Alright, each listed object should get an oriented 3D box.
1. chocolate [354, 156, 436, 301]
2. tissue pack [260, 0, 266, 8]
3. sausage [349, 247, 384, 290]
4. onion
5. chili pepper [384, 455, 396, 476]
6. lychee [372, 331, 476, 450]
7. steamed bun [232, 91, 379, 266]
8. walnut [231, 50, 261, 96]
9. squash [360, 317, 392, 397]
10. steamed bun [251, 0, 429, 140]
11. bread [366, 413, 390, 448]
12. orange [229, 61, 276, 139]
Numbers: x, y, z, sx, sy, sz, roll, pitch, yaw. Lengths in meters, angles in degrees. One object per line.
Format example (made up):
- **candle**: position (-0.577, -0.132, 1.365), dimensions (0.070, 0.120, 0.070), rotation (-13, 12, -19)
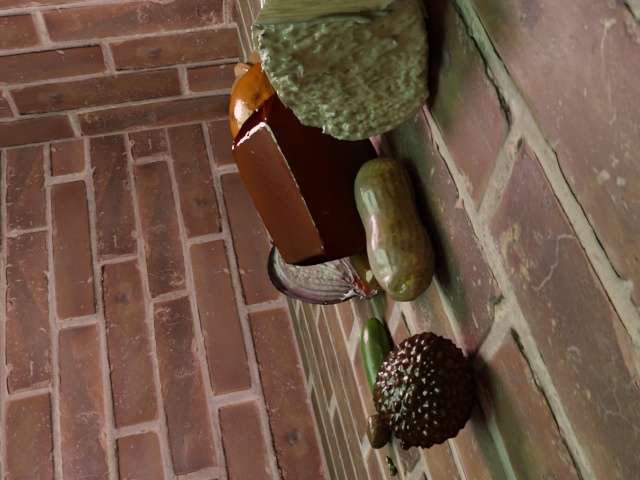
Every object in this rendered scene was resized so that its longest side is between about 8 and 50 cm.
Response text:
- **chocolate**: position (0.145, -0.024, 1.340), dimensions (0.134, 0.134, 0.309), rotation (100, 161, -61)
- **tissue pack**: position (-0.017, -0.481, 1.441), dimensions (0.238, 0.238, 0.306), rotation (-113, 16, -51)
- **sausage**: position (0.114, 0.023, 1.596), dimensions (0.274, 0.105, 0.105), rotation (-114, 18, -56)
- **onion**: position (0.033, 0.064, 1.853), dimensions (0.267, 0.348, 0.159), rotation (-60, -21, 11)
- **chili pepper**: position (0.200, 0.641, 1.941), dimensions (0.083, 0.022, 0.027), rotation (-117, 18, -70)
- **lychee**: position (0.185, 0.277, 1.229), dimensions (0.200, 0.200, 0.238), rotation (-122, 40, -65)
- **steamed bun**: position (-0.006, -0.145, 1.511), dimensions (0.235, 0.248, 0.379), rotation (-22, 93, 56)
- **walnut**: position (-0.140, -0.451, 2.104), dimensions (0.296, 0.285, 0.285), rotation (-63, 9, -5)
- **squash**: position (0.156, 0.334, 1.727), dimensions (0.082, 0.082, 0.293), rotation (104, 154, -66)
- **steamed bun**: position (0.044, -0.320, 1.203), dimensions (0.273, 0.290, 0.272), rotation (-84, -10, -48)
- **bread**: position (0.164, 0.542, 1.939), dimensions (0.113, 0.060, 0.082), rotation (94, 164, -58)
- **orange**: position (-0.093, -0.340, 1.847), dimensions (0.312, 0.312, 0.312), rotation (170, 90, -80)
